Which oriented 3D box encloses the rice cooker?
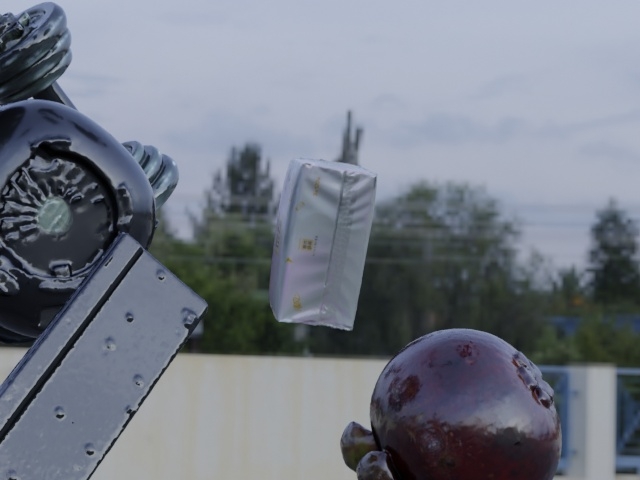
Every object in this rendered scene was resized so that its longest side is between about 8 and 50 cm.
[{"bbox_3d":[-0.319,-0.018,1.585,0.267,0.267,0.224,5,-2,-28],"label":"rice cooker"}]

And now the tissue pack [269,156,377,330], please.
[{"bbox_3d":[0.000,0.000,2.072,0.124,0.225,0.185,8,5,-8],"label":"tissue pack"}]

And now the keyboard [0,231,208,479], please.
[{"bbox_3d":[-0.195,0.130,1.049,0.101,0.310,0.018,43,-33,-15],"label":"keyboard"}]

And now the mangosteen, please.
[{"bbox_3d":[0.125,0.213,1.529,0.257,0.215,0.215,-34,-16,15],"label":"mangosteen"}]

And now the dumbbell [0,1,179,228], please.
[{"bbox_3d":[-0.355,-0.166,2.068,0.179,0.179,0.406,-4,-51,46],"label":"dumbbell"}]
